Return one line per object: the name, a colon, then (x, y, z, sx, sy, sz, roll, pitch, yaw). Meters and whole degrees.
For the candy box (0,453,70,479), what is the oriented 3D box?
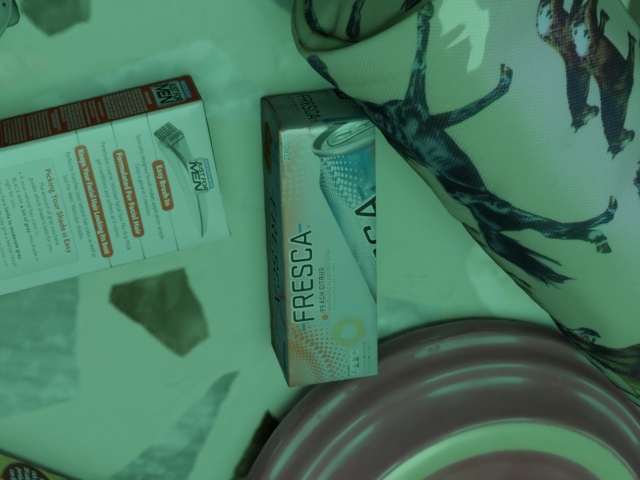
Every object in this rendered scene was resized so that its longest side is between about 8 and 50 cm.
candy box: (-0.268, 0.219, 0.955, 0.316, 0.087, 0.183, 26, 108, -24)

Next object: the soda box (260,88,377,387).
soda box: (0.000, 0.000, 0.937, 0.063, 0.058, 0.183, -8, 118, -11)

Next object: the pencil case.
pencil case: (0.162, -0.059, 0.894, 0.410, 0.160, 0.183, 44, 67, -28)

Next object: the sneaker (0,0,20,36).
sneaker: (-0.214, -0.163, 0.790, 0.121, 0.099, 0.262, 1, 118, -33)

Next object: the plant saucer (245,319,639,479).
plant saucer: (0.105, 0.222, 1.042, 0.332, 0.084, 0.332, -6, 112, -14)

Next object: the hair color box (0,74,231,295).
hair color box: (-0.145, -0.031, 0.885, 0.167, 0.053, 0.093, -14, 117, -7)
